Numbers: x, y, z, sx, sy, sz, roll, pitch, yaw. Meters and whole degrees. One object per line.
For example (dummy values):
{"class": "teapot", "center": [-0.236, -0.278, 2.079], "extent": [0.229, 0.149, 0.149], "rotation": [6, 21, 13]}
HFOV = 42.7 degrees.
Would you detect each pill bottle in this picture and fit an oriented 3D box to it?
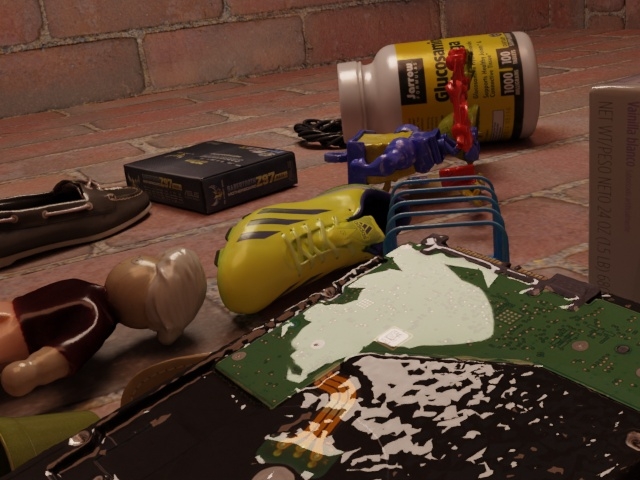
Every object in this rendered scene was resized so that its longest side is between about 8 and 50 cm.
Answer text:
{"class": "pill bottle", "center": [0.201, -0.257, 1.439], "extent": [0.333, 0.188, 0.188], "rotation": [-6, 18, 3]}

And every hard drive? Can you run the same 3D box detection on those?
{"class": "hard drive", "center": [0.022, 0.116, 0.418], "extent": [0.339, 0.064, 0.237], "rotation": [-30, 33, -30]}

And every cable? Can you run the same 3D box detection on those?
{"class": "cable", "center": [0.033, -0.210, 1.600], "extent": [0.184, 0.047, 0.150], "rotation": [2, 25, 16]}

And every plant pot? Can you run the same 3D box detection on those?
{"class": "plant pot", "center": [-0.183, 0.147, 0.542], "extent": [0.083, 0.083, 0.079], "rotation": [11, 12, 42]}

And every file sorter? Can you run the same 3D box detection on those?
{"class": "file sorter", "center": [0.122, 0.008, 0.797], "extent": [0.118, 0.105, 0.170], "rotation": [-3, 18, 8]}

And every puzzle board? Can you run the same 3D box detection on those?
{"class": "puzzle board", "center": [0.177, -0.077, 1.187], "extent": [0.096, 0.011, 0.128], "rotation": [-6, 18, 4]}

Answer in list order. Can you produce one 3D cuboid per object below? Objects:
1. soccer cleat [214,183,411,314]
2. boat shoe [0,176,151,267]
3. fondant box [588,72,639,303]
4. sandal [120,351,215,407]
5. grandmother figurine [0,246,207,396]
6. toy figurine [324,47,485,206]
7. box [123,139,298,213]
{"class": "soccer cleat", "center": [0.000, -0.001, 0.878], "extent": [0.121, 0.094, 0.289], "rotation": [0, 17, 33]}
{"class": "boat shoe", "center": [-0.376, -0.041, 1.125], "extent": [0.112, 0.096, 0.335], "rotation": [10, 25, 42]}
{"class": "fondant box", "center": [0.310, 0.033, 0.443], "extent": [0.096, 0.238, 0.330], "rotation": [-19, 22, -34]}
{"class": "sandal", "center": [-0.014, 0.125, 0.578], "extent": [0.240, 0.088, 0.079], "rotation": [-1, -14, -5]}
{"class": "grandmother figurine", "center": [-0.263, 0.080, 0.727], "extent": [0.342, 0.104, 0.208], "rotation": [-17, 29, -21]}
{"class": "toy figurine", "center": [0.111, -0.157, 1.157], "extent": [0.217, 0.191, 0.362], "rotation": [-8, 16, 15]}
{"class": "box", "center": [-0.179, -0.108, 1.322], "extent": [0.183, 0.059, 0.232], "rotation": [-22, 24, -37]}
